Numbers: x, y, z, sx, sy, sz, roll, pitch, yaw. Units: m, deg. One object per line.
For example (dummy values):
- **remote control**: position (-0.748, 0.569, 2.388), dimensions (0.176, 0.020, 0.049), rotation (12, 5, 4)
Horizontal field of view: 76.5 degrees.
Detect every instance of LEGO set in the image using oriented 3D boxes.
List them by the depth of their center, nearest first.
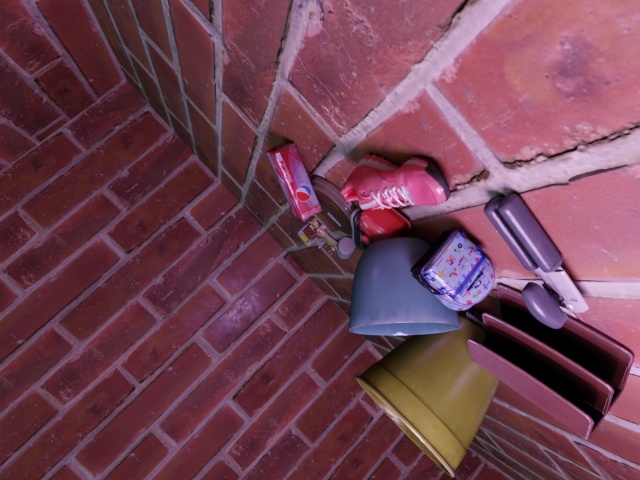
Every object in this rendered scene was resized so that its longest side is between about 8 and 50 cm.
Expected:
- **LEGO set**: position (0.000, 0.000, 1.830), dimensions (0.287, 0.107, 0.132), rotation (47, 167, -3)

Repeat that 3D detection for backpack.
- **backpack**: position (0.324, 0.079, 0.944), dimensions (0.173, 0.158, 0.117), rotation (44, 174, -3)

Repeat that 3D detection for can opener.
- **can opener**: position (0.395, 0.047, 0.758), dimensions (0.283, 0.095, 0.076), rotation (49, 166, -12)

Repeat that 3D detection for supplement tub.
- **supplement tub**: position (0.106, 0.034, 1.683), dimensions (0.071, 0.071, 0.107), rotation (44, 167, 9)

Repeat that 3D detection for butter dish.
- **butter dish**: position (0.165, -0.037, 1.176), dimensions (0.160, 0.118, 0.160), rotation (42, 167, 17)

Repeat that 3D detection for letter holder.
- **letter holder**: position (0.509, 0.264, 0.938), dimensions (0.302, 0.152, 0.214), rotation (33, 160, 44)

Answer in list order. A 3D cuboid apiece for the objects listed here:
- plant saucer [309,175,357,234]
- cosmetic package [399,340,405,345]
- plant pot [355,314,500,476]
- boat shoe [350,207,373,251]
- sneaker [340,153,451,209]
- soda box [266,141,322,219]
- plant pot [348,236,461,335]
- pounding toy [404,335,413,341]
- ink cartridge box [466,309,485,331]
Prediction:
- **plant saucer**: position (0.051, -0.117, 1.475), dimensions (0.278, 0.041, 0.278), rotation (42, 167, 12)
- **cosmetic package**: position (0.535, 0.633, 2.086), dimensions (0.284, 0.097, 0.377), rotation (45, 167, 13)
- **plant pot**: position (0.357, 0.418, 1.214), dimensions (0.366, 0.353, 0.366), rotation (44, 168, 12)
- **boat shoe**: position (0.152, -0.020, 1.368), dimensions (0.065, 0.075, 0.206), rotation (40, 161, 38)
- **sneaker**: position (0.160, -0.110, 0.933), dimensions (0.116, 0.136, 0.314), rotation (52, 166, -29)
- **soda box**: position (-0.092, -0.207, 1.425), dimensions (0.092, 0.083, 0.263), rotation (28, 145, 60)
- **plant pot**: position (0.222, 0.128, 1.121), dimensions (0.292, 0.235, 0.293), rotation (0, 160, 0)
- **pounding toy**: position (0.431, 0.457, 1.775), dimensions (0.130, 0.141, 0.100), rotation (37, 165, 35)
- **ink cartridge box**: position (0.535, 0.307, 1.210), dimensions (0.223, 0.045, 0.224), rotation (38, 165, 33)
